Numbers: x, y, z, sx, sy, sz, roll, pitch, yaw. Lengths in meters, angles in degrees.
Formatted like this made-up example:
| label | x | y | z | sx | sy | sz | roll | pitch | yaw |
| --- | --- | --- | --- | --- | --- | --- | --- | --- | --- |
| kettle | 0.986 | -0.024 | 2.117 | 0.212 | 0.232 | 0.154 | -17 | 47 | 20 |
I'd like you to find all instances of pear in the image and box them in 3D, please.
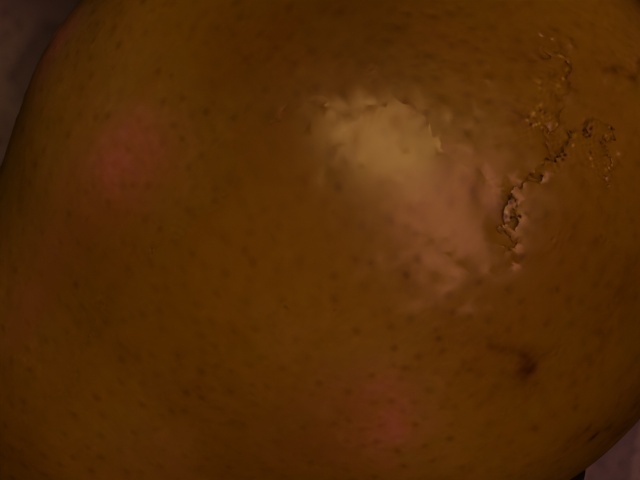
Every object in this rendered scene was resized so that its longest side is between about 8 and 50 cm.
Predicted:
| label | x | y | z | sx | sy | sz | roll | pitch | yaw |
| --- | --- | --- | --- | --- | --- | --- | --- | --- | --- |
| pear | -0.004 | -0.012 | 0.778 | 0.336 | 0.285 | 0.285 | -15 | 110 | 10 |

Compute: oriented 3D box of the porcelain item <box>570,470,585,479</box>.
| label | x | y | z | sx | sy | sz | roll | pitch | yaw |
| --- | --- | --- | --- | --- | --- | --- | --- | --- | --- |
| porcelain item | 0.069 | 0.123 | 0.937 | 0.216 | 0.069 | 0.081 | -43 | 110 | -5 |
